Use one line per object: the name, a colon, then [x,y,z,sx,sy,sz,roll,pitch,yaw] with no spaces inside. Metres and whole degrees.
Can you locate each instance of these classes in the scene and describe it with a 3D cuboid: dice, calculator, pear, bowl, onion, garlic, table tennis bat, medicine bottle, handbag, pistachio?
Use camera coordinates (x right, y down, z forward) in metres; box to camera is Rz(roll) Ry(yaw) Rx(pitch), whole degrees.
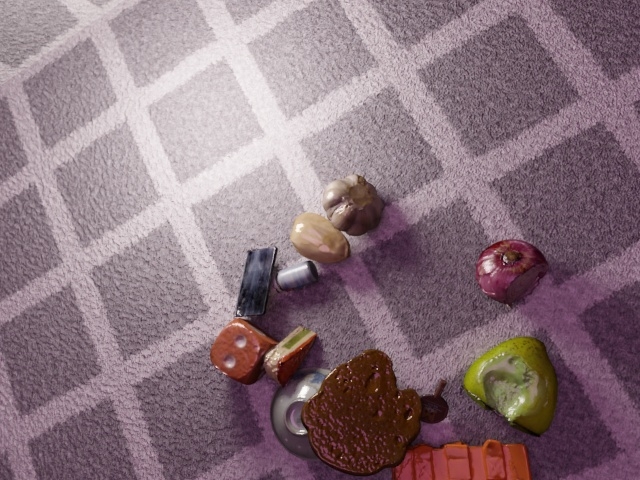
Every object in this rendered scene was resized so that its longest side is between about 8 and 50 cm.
dice: [-0.261,0.382,1.900,0.175,0.174,0.179,35,89,18]
calculator: [-0.230,0.147,1.960,0.161,0.021,0.261,-9,62,41]
pear: [0.598,0.417,1.655,0.292,0.159,0.292,-4,75,14]
bowl: [-0.045,0.573,1.813,0.313,0.146,0.313,-4,77,16]
onion: [0.583,0.085,1.721,0.207,0.201,0.200,-48,70,17]
garlic: [0.107,-0.114,1.892,0.152,0.228,0.227,-41,63,51]
table tennis bat: [0.367,0.489,1.783,0.108,0.119,0.169,20,114,4]
medicine bottle: [-0.114,0.137,1.954,0.203,0.083,0.083,-18,74,17]
handbag: [0.423,0.758,1.659,0.410,0.116,0.303,-8,74,14]
pistachio: [0.000,0.000,1.915,0.230,0.157,0.157,30,88,13]

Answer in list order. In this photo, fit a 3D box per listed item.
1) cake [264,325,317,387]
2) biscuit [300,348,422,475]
cake: [-0.106,0.368,1.852,0.086,0.116,0.220,23,66,26]
biscuit: [0.134,0.525,1.710,0.359,0.074,0.381,20,64,7]
